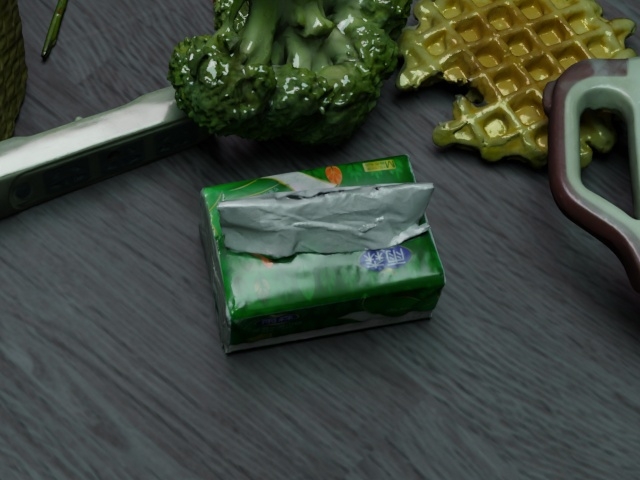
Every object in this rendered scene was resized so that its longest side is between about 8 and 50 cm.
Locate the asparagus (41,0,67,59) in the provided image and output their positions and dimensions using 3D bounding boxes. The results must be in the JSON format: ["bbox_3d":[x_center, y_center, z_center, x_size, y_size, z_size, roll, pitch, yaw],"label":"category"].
[{"bbox_3d":[-0.281,-0.263,1.502,0.016,0.013,0.166,-15,52,37],"label":"asparagus"}]

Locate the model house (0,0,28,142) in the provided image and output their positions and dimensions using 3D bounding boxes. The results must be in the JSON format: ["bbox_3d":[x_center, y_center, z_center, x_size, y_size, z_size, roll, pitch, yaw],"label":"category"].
[{"bbox_3d":[-0.373,-0.210,1.360,0.160,0.196,0.254,-17,62,-15],"label":"model house"}]

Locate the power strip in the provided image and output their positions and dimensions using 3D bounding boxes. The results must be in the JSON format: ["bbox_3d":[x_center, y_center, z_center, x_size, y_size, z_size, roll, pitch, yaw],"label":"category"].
[{"bbox_3d":[-0.228,-0.092,1.376,0.286,0.080,0.048,-22,71,-17],"label":"power strip"}]

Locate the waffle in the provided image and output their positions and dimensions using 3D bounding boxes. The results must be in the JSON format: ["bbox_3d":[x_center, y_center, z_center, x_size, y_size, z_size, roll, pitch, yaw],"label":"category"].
[{"bbox_3d":[0.209,-0.192,1.470,0.261,0.056,0.250,14,61,6],"label":"waffle"}]

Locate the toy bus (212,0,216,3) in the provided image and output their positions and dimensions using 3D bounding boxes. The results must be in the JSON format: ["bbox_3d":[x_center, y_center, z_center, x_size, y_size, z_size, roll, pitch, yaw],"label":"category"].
[{"bbox_3d":[-0.059,-0.324,1.514,0.069,0.074,0.162,20,63,9],"label":"toy bus"}]

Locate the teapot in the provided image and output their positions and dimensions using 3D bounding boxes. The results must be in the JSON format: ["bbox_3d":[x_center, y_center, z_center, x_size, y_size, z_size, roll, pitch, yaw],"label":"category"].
[{"bbox_3d":[0.375,-0.075,1.326,0.315,0.233,0.312,-5,55,-2],"label":"teapot"}]

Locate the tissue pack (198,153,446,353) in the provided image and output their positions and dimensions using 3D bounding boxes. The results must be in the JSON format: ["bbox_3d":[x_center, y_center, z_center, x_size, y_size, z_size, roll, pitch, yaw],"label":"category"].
[{"bbox_3d":[-0.001,0.001,1.294,0.209,0.156,0.148,-8,64,-9],"label":"tissue pack"}]

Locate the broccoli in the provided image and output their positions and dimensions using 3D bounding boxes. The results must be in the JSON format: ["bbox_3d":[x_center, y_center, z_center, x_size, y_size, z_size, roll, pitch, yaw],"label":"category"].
[{"bbox_3d":[-0.059,-0.218,1.360,0.186,0.302,0.254,24,87,49],"label":"broccoli"}]
